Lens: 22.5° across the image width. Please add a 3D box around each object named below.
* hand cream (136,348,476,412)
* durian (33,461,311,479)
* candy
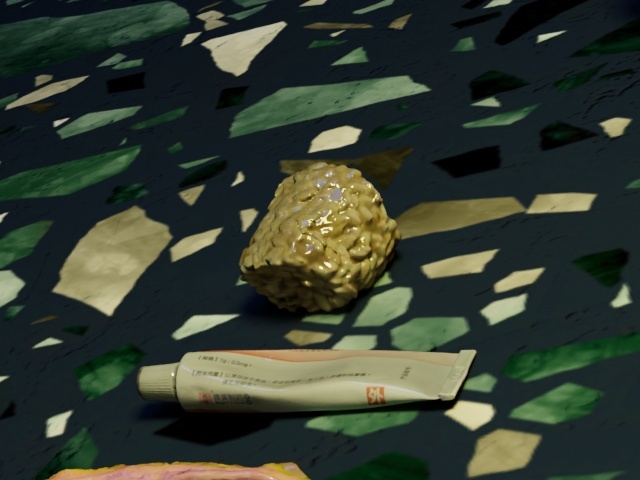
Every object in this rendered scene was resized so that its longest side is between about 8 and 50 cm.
[{"bbox_3d":[-0.013,0.085,0.999,0.216,0.038,0.052,-2,52,21],"label":"hand cream"},{"bbox_3d":[-0.078,0.183,0.745,0.341,0.112,0.191,-8,15,2],"label":"durian"},{"bbox_3d":[0.000,0.000,1.123,0.095,0.085,0.110,-6,37,46],"label":"candy"}]
